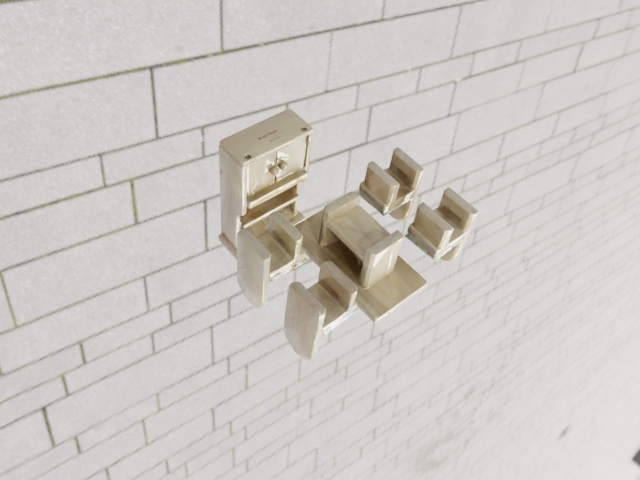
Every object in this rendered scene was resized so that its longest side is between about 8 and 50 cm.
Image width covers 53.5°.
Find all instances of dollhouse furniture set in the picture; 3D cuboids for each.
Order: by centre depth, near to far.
[{"bbox_3d":[0.000,0.000,0.694,0.212,0.242,0.161,-31,151,-28],"label":"dollhouse furniture set"}]
